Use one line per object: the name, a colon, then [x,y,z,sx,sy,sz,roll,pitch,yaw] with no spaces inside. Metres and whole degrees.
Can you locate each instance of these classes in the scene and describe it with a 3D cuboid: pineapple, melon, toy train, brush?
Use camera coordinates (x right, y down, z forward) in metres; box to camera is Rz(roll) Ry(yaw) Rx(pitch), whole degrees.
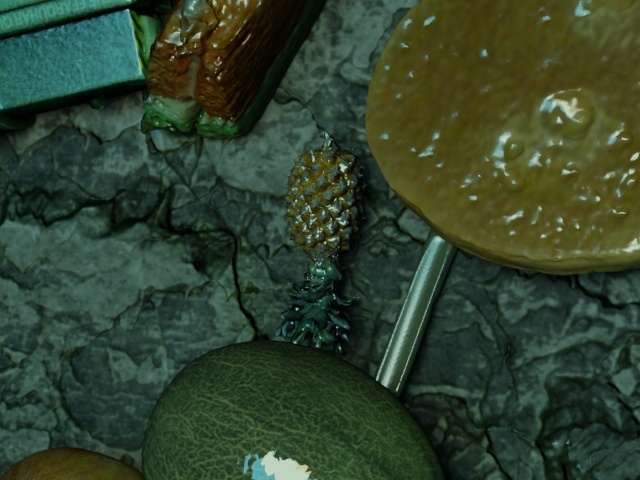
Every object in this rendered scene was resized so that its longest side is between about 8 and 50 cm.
pineapple: [0.001,0.001,1.704,0.083,0.103,0.221,3,83,8]
melon: [-0.020,0.224,1.611,0.301,0.237,0.237,27,93,19]
toy train: [-0.298,-0.214,1.833,0.330,0.138,0.178,-11,89,16]
brush: [0.099,0.065,1.702,0.034,0.027,0.190,18,82,18]

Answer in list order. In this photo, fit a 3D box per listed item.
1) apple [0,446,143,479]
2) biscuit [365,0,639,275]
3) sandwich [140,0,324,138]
apple: [-0.248,0.311,1.712,0.211,0.188,0.211,-1,86,18]
biscuit: [0.235,-0.147,1.645,0.385,0.062,0.365,22,89,29]
sandwich: [-0.076,-0.231,1.720,0.109,0.212,0.292,31,81,6]
